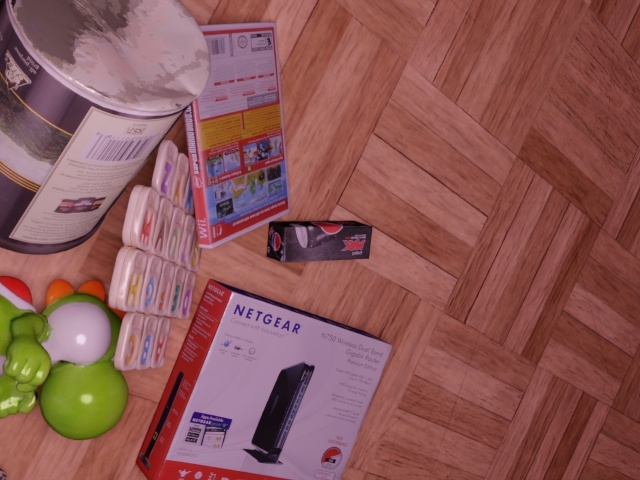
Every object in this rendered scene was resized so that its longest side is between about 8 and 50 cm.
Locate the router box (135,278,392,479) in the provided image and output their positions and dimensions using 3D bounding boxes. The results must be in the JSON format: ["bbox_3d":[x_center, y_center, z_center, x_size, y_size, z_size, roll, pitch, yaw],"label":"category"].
[{"bbox_3d":[-0.079,0.253,1.154,0.335,0.082,0.301,22,89,-35],"label":"router box"}]

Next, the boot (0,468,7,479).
[{"bbox_3d":[-0.520,0.329,0.875,0.236,0.085,0.179,-50,126,-14],"label":"boot"}]

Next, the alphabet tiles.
[{"bbox_3d":[-0.196,0.025,0.922,0.021,0.284,0.278,10,82,6],"label":"alphabet tiles"}]

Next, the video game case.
[{"bbox_3d":[-0.114,-0.153,1.013,0.204,0.025,0.285,-29,119,-56],"label":"video game case"}]

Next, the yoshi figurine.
[{"bbox_3d":[-0.371,0.156,0.881,0.362,0.203,0.203,13,110,-38],"label":"yoshi figurine"}]

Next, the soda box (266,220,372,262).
[{"bbox_3d":[0.000,0.000,1.162,0.168,0.053,0.060,-2,103,-34],"label":"soda box"}]

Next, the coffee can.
[{"bbox_3d":[-0.269,-0.138,0.774,0.201,0.275,0.202,24,46,-28],"label":"coffee can"}]
